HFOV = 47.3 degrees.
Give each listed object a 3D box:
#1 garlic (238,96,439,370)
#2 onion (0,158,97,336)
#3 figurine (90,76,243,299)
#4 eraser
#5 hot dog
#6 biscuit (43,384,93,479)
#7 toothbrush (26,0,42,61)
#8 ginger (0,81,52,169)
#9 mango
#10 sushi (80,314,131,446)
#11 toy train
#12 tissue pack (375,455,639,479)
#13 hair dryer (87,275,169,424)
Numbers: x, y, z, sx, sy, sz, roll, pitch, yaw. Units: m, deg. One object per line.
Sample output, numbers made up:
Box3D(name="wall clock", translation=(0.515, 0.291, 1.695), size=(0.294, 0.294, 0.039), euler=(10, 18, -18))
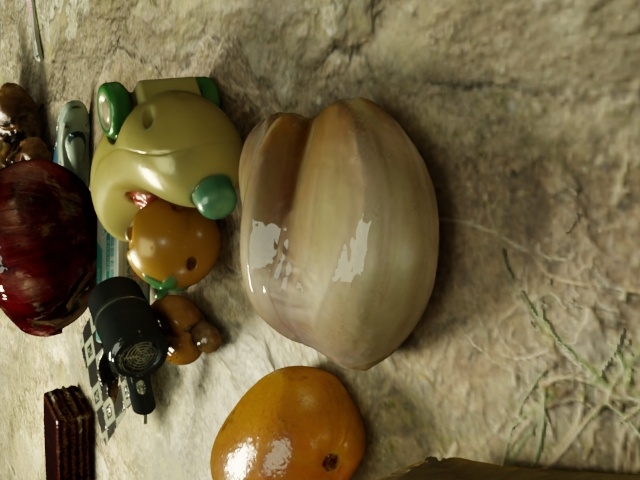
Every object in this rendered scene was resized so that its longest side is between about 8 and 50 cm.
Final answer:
Box3D(name="garlic", translation=(0.000, 0.000, 0.595), size=(0.217, 0.110, 0.228), euler=(-4, 94, 52))
Box3D(name="onion", translation=(-0.383, 0.011, 1.097), size=(0.272, 0.195, 0.272), euler=(-2, -90, -84))
Box3D(name="figurine", translation=(-0.177, -0.050, 0.832), size=(0.324, 0.124, 0.222), euler=(-32, 75, 57))
Box3D(name="eraser", translation=(-0.275, 0.033, 1.017), size=(0.095, 0.052, 0.225), euler=(-5, 84, 56))
Box3D(name="hot dog", translation=(-0.172, 0.110, 0.916), size=(0.140, 0.060, 0.090), euler=(-14, 88, 65))
Box3D(name="biscuit", translation=(-0.509, 0.483, 1.482), size=(0.107, 0.073, 0.389), euler=(35, 127, 47))
Box3D(name="toothbrush", translation=(-0.529, -0.426, 1.326), size=(0.017, 0.022, 0.204), euler=(-7, 93, 40))
Box3D(name="ginger", translation=(-0.611, -0.153, 1.397), size=(0.274, 0.152, 0.358), euler=(-47, 61, 49))
Box3D(name="mango", translation=(-0.049, 0.202, 0.718), size=(0.217, 0.102, 0.141), euler=(-33, 65, 51))
Box3D(name="sushi", translation=(-0.309, 0.181, 1.131), size=(0.193, 0.040, 0.210), euler=(-54, 48, 36))
Box3D(name="toy train", translation=(-0.410, -0.123, 1.204), size=(0.051, 0.052, 0.234), euler=(53, 137, 30))
Box3D(name="tissue pack", translation=(0.123, 0.330, 0.390), size=(0.293, 0.228, 0.382), euler=(-21, 82, 56))
Box3D(name="hair dryer", translation=(-0.235, 0.163, 0.929), size=(0.124, 0.071, 0.219), euler=(51, 148, 45))
